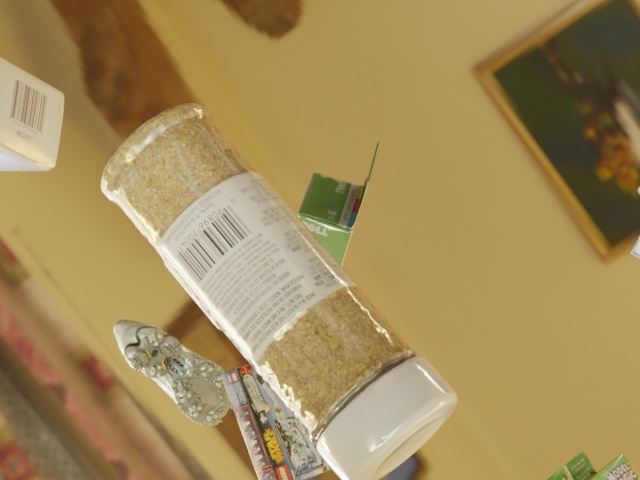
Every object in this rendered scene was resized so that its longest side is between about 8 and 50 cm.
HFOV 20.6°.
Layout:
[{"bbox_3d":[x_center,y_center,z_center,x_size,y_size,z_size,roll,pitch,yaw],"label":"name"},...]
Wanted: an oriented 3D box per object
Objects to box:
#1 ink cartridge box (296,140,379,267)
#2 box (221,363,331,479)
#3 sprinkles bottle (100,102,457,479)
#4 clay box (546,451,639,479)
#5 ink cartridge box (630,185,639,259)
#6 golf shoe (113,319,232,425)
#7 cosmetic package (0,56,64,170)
[{"bbox_3d":[0.000,0.000,1.828,0.109,0.062,0.209,-70,177,-63],"label":"ink cartridge box"},{"bbox_3d":[-0.046,0.195,1.897,0.027,0.137,0.094,-26,170,38],"label":"box"},{"bbox_3d":[-0.038,0.043,1.512,0.121,0.355,0.121,-37,163,-13],"label":"sprinkles bottle"},{"bbox_3d":[0.364,0.347,2.073,0.053,0.222,0.127,-44,170,36],"label":"clay box"},{"bbox_3d":[0.415,-0.042,1.770,0.208,0.206,0.045,-59,-146,2],"label":"ink cartridge box"},{"bbox_3d":[-0.168,0.143,2.014,0.069,0.176,0.086,-48,-144,-8],"label":"golf shoe"},{"bbox_3d":[-0.369,-0.116,1.649,0.231,0.085,0.117,-1,164,28],"label":"cosmetic package"}]
